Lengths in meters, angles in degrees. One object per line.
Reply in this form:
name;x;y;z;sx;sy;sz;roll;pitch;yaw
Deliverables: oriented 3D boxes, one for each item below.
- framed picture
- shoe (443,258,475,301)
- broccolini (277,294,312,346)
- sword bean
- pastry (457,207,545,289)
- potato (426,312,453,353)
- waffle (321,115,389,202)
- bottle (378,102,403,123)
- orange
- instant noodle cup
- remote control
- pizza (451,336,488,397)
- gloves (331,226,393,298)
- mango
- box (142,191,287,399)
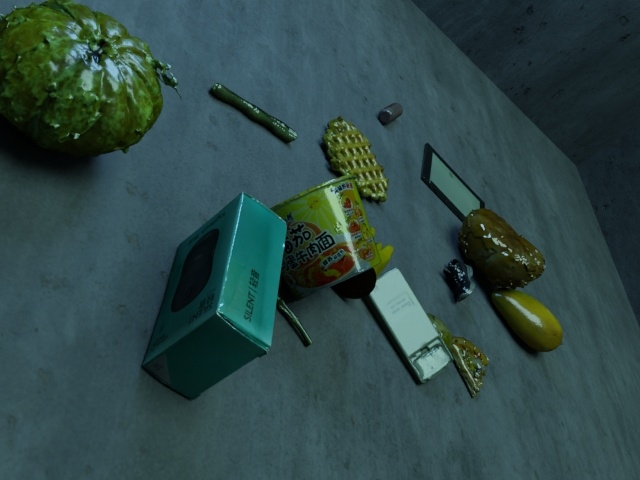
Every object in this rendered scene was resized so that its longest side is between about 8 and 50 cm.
framed picture;0.487;-0.177;2.571;0.347;0.016;0.265;42;33;-19
shoe;0.410;0.108;2.141;0.099;0.071;0.169;41;29;-16
broccolini;-0.084;0.131;1.484;0.218;0.044;0.042;60;16;0
sword bean;-0.169;-0.326;1.806;0.269;0.038;0.043;28;15;-36
pastry;0.583;0.038;2.339;0.311;0.162;0.255;44;27;20
potato;0.293;0.248;1.838;0.138;0.070;0.091;50;50;-4
waffle;0.108;-0.239;2.083;0.291;0.051;0.291;32;40;-32
bottle;0.245;-0.443;2.464;0.053;0.053;0.140;52;31;-3
orange;-0.425;-0.264;1.222;0.300;0.223;0.301;44;34;3
instant noodle cup;0.000;0.000;1.525;0.264;0.264;0.200;-19;83;-58
remote control;0.216;0.212;1.764;0.123;0.038;0.285;-31;87;-27
pizza;0.403;0.340;1.933;0.184;0.036;0.176;37;35;-25
gloves;0.099;0.023;1.779;0.133;0.116;0.294;54;24;-14
mango;0.679;0.257;2.324;0.317;0.119;0.176;38;36;-9
box;-0.175;0.088;1.231;0.118;0.205;0.311;35;36;-25
